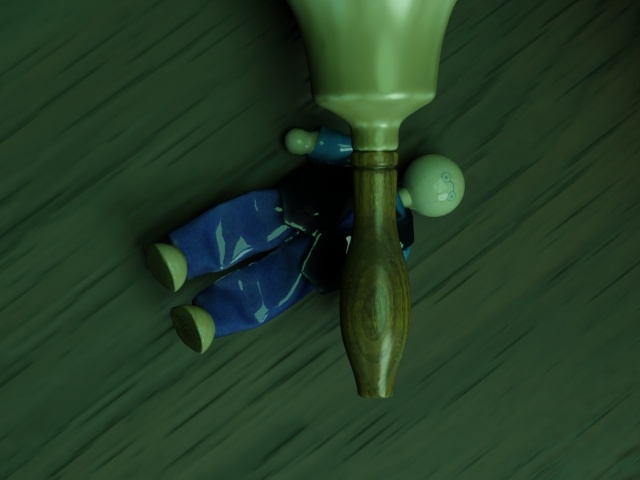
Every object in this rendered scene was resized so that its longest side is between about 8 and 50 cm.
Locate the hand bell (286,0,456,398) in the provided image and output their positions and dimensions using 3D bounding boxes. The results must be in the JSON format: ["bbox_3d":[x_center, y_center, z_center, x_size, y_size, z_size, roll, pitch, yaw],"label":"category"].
[{"bbox_3d":[0.028,-0.035,0.963,0.126,0.126,0.242,-2,94,-19],"label":"hand bell"}]

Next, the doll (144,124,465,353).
[{"bbox_3d":[0.000,0.000,1.017,0.189,0.046,0.129,-26,98,-20],"label":"doll"}]
